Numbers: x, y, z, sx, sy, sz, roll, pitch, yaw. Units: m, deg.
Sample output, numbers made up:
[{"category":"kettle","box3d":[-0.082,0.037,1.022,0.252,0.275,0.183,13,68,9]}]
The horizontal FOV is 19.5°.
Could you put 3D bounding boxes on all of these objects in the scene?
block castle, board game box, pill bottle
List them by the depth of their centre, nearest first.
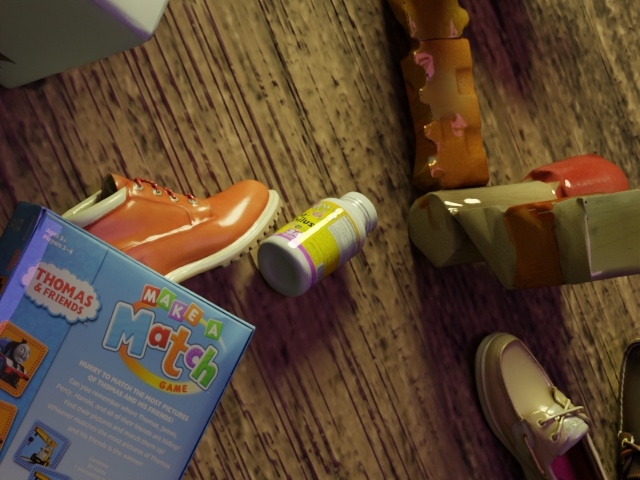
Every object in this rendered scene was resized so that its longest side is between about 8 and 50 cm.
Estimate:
[{"category":"board game box","box3d":[-0.148,0.108,1.047,0.160,0.039,0.211,32,80,-33]},{"category":"block castle","box3d":[0.246,-0.137,1.184,0.213,0.453,0.303,-6,87,-33]},{"category":"pill bottle","box3d":[0.000,0.000,1.218,0.083,0.043,0.043,-36,107,-39]}]

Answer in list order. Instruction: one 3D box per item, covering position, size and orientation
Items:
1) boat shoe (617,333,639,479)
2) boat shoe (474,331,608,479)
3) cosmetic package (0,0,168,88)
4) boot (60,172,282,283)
[{"category":"boat shoe","box3d":[0.259,0.171,1.395,0.073,0.073,0.207,-12,91,-43]},{"category":"boat shoe","box3d":[0.168,0.139,1.331,0.063,0.059,0.170,-39,109,-37]},{"category":"cosmetic package","box3d":[-0.143,-0.343,1.069,0.230,0.161,0.453,34,63,-32]},{"category":"boot","box3d":[-0.091,-0.013,1.135,0.158,0.059,0.084,-33,100,-37]}]
